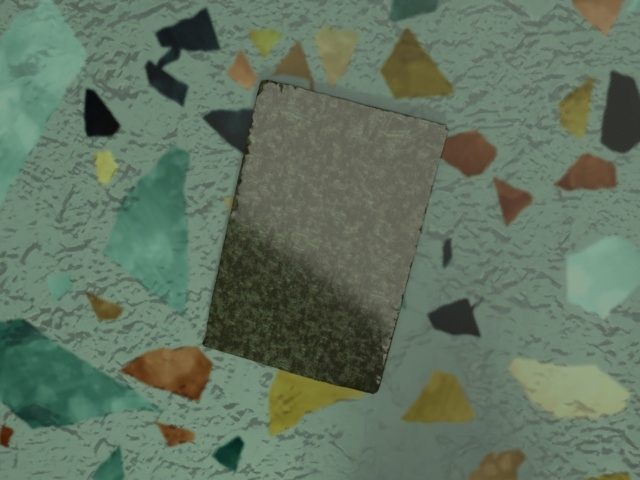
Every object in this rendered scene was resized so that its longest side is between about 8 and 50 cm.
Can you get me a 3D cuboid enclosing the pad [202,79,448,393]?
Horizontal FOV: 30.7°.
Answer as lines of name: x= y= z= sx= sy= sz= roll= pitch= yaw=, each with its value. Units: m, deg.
pad: x=0.000 y=0.000 z=0.952 sx=0.158 sy=0.003 sz=0.235 roll=15 pitch=103 yaw=9
